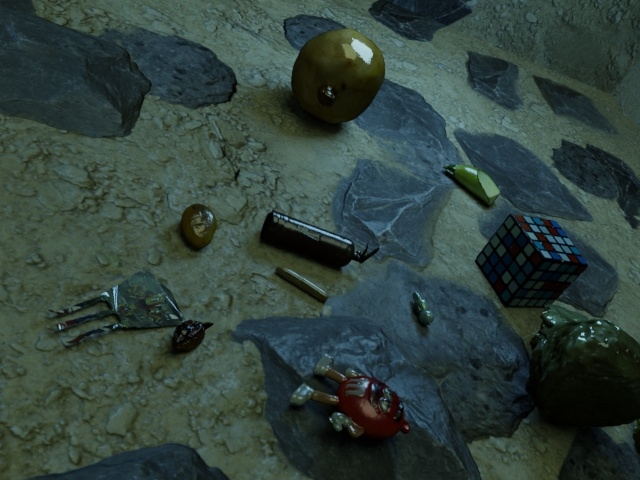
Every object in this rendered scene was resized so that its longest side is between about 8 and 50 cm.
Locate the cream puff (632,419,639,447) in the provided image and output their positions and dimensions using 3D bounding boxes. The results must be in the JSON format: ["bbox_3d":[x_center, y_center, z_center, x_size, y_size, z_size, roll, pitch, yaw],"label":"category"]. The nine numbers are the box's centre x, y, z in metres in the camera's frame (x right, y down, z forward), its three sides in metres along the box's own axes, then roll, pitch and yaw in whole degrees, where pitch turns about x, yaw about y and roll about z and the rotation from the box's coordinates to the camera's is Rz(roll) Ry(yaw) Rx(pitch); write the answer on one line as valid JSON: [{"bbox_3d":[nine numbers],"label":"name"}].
[{"bbox_3d":[0.808,0.458,1.622,0.156,0.156,0.121,-11,95,-44],"label":"cream puff"}]

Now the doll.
[{"bbox_3d":[0.069,0.304,1.287,0.217,0.085,0.183,28,33,12],"label":"doll"}]

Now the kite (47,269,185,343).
[{"bbox_3d":[-0.365,0.125,1.243,0.141,0.015,0.245,46,34,23],"label":"kite"}]

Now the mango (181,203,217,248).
[{"bbox_3d":[-0.262,-0.031,1.479,0.079,0.057,0.114,15,46,-28],"label":"mango"}]

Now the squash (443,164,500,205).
[{"bbox_3d":[0.489,-0.199,2.216,0.200,0.075,0.090,36,61,10],"label":"squash"}]

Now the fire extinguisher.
[{"bbox_3d":[0.000,0.000,1.599,0.268,0.089,0.072,21,34,-14],"label":"fire extinguisher"}]

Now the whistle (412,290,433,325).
[{"bbox_3d":[0.241,0.162,1.627,0.035,0.035,0.100,8,40,-29],"label":"whistle"}]

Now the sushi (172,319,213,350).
[{"bbox_3d":[-0.240,0.170,1.253,0.050,0.047,0.099,33,33,9],"label":"sushi"}]

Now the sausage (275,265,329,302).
[{"bbox_3d":[-0.040,0.094,1.513,0.132,0.024,0.024,32,35,0],"label":"sausage"}]

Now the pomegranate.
[{"bbox_3d":[0.058,-0.502,2.085,0.307,0.307,0.307,20,37,-15],"label":"pomegranate"}]

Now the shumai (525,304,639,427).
[{"bbox_3d":[0.589,0.242,1.545,0.330,0.292,0.288,51,33,-41],"label":"shumai"}]

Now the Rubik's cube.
[{"bbox_3d":[0.572,0.057,1.869,0.187,0.182,0.184,5,41,-33],"label":"Rubik's cube"}]
